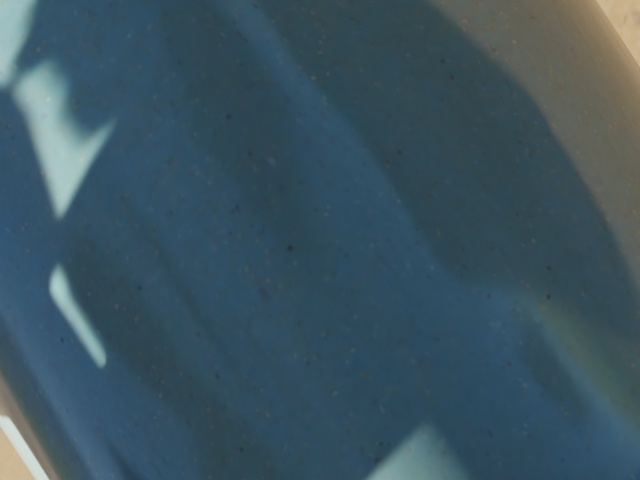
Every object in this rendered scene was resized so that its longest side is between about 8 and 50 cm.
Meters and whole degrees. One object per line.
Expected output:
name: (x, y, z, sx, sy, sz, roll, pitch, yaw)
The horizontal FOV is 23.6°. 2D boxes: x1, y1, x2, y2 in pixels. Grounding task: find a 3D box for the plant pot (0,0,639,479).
plant pot: (0.000, 0.000, 0.597, 0.334, 0.341, 0.341, 56, 132, 22)
